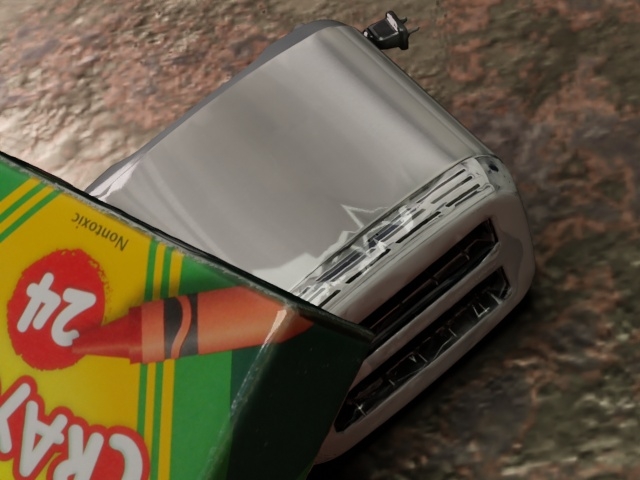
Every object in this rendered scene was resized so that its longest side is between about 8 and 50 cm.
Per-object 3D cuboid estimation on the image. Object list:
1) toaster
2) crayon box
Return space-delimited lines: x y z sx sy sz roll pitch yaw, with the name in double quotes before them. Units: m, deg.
"toaster" 0.000 0.000 0.918 0.227 0.129 0.146 -38 55 -14
"crayon box" -0.137 0.138 0.811 0.202 0.081 0.318 25 90 31
